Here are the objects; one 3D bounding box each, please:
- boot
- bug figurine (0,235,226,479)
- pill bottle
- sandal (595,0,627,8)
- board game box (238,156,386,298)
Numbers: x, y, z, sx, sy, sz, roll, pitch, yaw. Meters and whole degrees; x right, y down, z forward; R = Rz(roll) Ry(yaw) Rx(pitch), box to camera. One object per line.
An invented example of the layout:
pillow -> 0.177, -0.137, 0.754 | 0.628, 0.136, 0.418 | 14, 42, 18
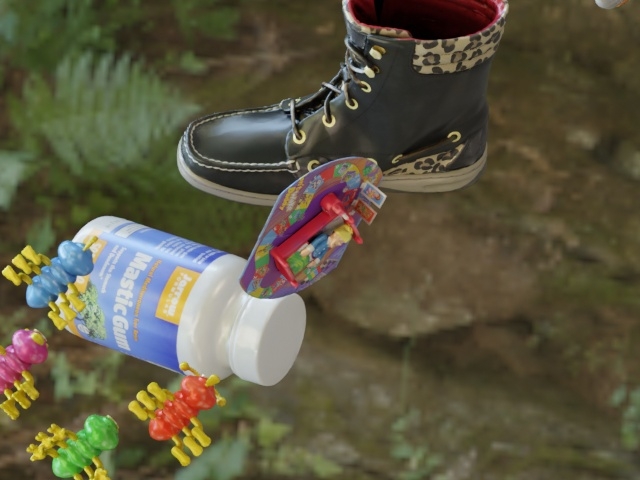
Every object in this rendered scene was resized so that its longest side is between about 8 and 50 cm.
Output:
boot -> 0.029, -0.172, 1.956 | 0.284, 0.377, 0.138 | 101, 168, -53
bug figurine -> -0.245, 0.138, 1.794 | 0.216, 0.279, 0.072 | -40, 5, 13
pill bottle -> -0.160, 0.077, 1.993 | 0.152, 0.272, 0.152 | -42, -39, -47
sandal -> 0.252, -0.240, 1.236 | 0.102, 0.076, 0.265 | -41, -5, 38
board game box -> 0.000, 0.000, 1.563 | 0.033, 0.133, 0.169 | 46, 125, 29
